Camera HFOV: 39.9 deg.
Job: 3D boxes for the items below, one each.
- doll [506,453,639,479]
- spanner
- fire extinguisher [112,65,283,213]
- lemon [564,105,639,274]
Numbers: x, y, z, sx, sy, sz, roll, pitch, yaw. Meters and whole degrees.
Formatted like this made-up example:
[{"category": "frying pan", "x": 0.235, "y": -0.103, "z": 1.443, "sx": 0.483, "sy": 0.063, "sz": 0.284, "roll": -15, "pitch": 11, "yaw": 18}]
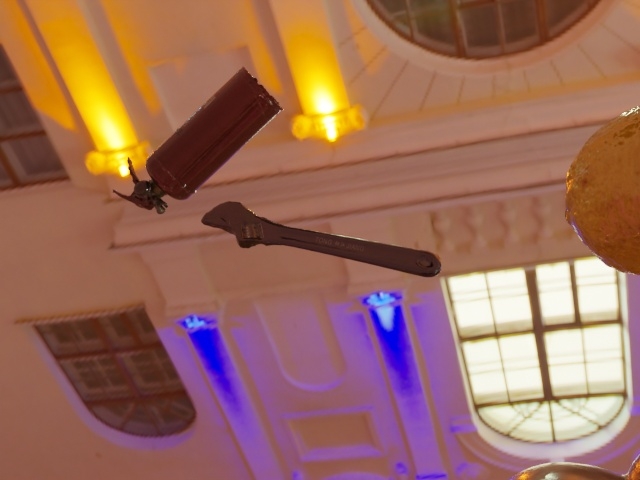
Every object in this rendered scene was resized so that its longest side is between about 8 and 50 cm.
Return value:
[{"category": "doll", "x": 0.188, "y": 0.156, "z": 0.359, "sx": 0.370, "sy": 0.226, "sz": 0.215, "roll": -36, "pitch": -124, "yaw": 19}, {"category": "spanner", "x": 0.000, "y": 0.000, "z": 0.749, "sx": 0.209, "sy": 0.012, "sz": 0.046, "roll": 11, "pitch": -133, "yaw": 7}, {"category": "fire extinguisher", "x": -0.233, "y": -0.172, "z": 1.579, "sx": 0.337, "sy": 0.106, "sz": 0.147, "roll": -42, "pitch": -123, "yaw": 5}, {"category": "lemon", "x": 0.341, "y": -0.051, "z": 0.874, "sx": 0.193, "sy": 0.180, "sz": 0.180, "roll": -32, "pitch": -145, "yaw": 14}]
